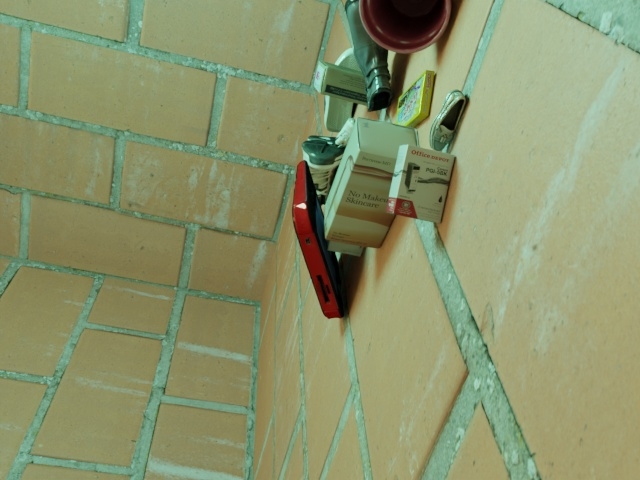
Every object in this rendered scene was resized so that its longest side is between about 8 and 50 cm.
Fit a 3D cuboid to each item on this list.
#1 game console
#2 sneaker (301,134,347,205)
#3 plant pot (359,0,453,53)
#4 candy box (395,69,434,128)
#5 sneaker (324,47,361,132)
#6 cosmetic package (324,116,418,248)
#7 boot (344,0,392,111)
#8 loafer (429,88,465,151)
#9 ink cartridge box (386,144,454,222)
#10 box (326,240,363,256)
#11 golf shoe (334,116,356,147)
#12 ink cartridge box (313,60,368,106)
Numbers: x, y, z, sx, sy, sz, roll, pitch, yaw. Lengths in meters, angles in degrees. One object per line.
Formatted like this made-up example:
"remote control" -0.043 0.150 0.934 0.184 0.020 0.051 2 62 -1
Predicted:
"game console" 0.000 0.000 1.997 0.342 0.060 0.387 -86 -18 -58
"sneaker" 0.013 -0.231 2.485 0.447 0.169 0.258 -84 -2 -77
"plant pot" 0.201 -0.546 1.563 0.180 0.201 0.201 -65 -6 -55
"candy box" 0.219 -0.318 1.636 0.206 0.027 0.105 149 128 -78
"sneaker" 0.077 -0.553 2.444 0.350 0.131 0.148 111 162 -48
"cosmetic package" 0.116 -0.131 1.655 0.296 0.153 0.129 108 167 -45
"boot" 0.146 -0.487 1.826 0.338 0.118 0.223 47 -147 -75
"loafer" 0.244 -0.227 1.332 0.039 0.045 0.125 -109 34 -60
"ink cartridge box" 0.191 -0.109 1.326 0.056 0.099 0.135 -148 69 -80
"box" 0.073 -0.024 1.928 0.102 0.101 0.087 -92 16 -55
"golf shoe" 0.089 -0.338 2.235 0.086 0.069 0.176 -44 -3 -8
"ink cartridge box" 0.087 -0.476 2.106 0.235 0.193 0.088 -104 27 -71
